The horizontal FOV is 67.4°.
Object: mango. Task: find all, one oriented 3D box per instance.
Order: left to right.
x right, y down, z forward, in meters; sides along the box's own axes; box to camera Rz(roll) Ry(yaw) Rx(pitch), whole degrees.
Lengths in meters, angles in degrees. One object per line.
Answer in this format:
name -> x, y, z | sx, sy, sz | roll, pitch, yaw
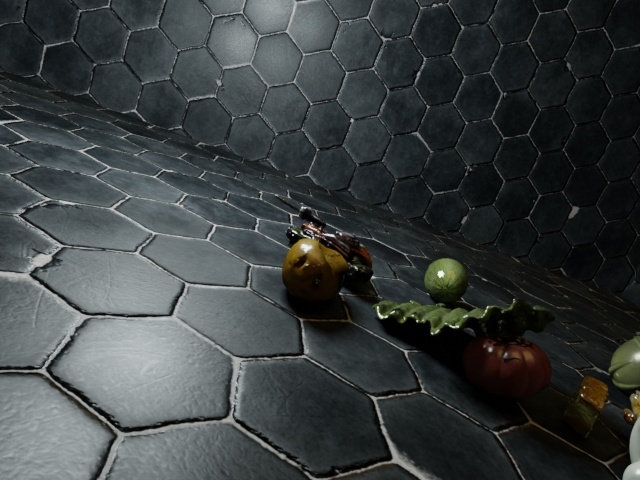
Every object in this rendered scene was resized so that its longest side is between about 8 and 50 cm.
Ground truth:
mango -> -0.014, 0.066, 1.155 | 0.151, 0.156, 0.248 | -12, 6, 16

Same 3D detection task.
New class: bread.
bread -> 0.583, 0.359, 1.050 | 0.065, 0.103, 0.187 | 30, 19, 27

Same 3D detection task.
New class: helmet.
helmet -> 0.914, 0.380, 1.386 | 0.257, 0.137, 0.204 | 28, 42, -55

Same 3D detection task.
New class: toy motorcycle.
toy motorcycle -> 0.000, 0.000, 1.427 | 0.400, 0.134, 0.207 | 29, 16, 19

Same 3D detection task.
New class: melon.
melon -> 0.402, 0.127, 1.535 | 0.139, 0.139, 0.192 | 24, 19, 8

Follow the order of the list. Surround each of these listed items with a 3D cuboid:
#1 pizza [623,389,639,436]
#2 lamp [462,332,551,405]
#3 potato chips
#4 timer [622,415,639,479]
pizza -> 0.753, 0.447, 1.048 | 0.189, 0.071, 0.297 | 41, 25, 20
lamp -> 0.397, 0.277, 1.035 | 0.181, 0.140, 0.182 | 5, 5, 0
potato chips -> 0.353, 0.195, 1.189 | 0.389, 0.097, 0.373 | 13, -12, -39
timer -> 0.659, 0.386, 0.823 | 0.240, 0.234, 0.233 | 14, 17, -39
